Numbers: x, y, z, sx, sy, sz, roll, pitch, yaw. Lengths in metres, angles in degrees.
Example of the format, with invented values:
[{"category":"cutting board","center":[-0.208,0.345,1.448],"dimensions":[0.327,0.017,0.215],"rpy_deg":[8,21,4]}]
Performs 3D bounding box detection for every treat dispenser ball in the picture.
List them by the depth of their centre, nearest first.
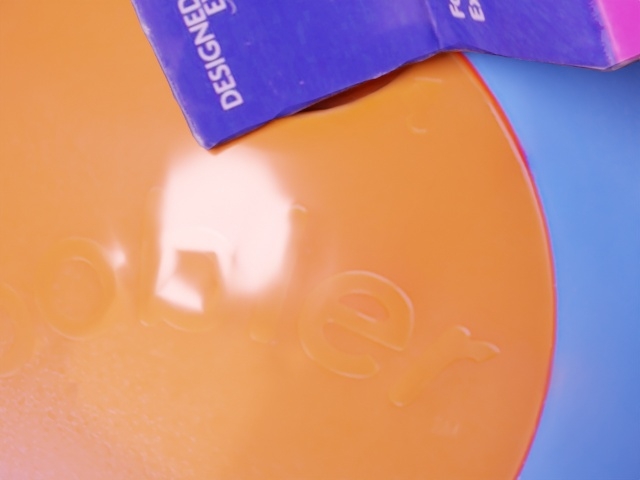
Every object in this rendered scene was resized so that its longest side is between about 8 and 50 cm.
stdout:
[{"category":"treat dispenser ball","center":[0.000,0.000,0.541],"dimensions":[0.288,0.288,0.288],"rpy_deg":[21,133,25]}]

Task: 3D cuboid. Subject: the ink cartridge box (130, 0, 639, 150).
[{"category":"ink cartridge box","center":[0.114,-0.154,0.336],"dimensions":[0.371,0.069,0.175],"rpy_deg":[-22,112,5]}]
